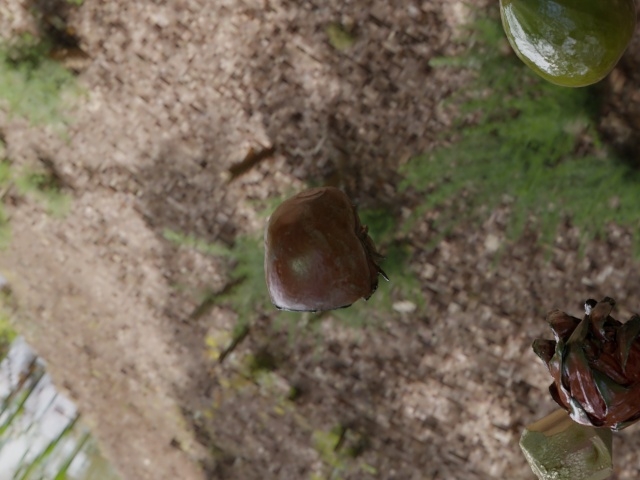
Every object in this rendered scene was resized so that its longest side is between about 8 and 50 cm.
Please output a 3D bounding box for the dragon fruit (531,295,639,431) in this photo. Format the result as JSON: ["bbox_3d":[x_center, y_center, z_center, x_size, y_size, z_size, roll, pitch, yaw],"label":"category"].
[{"bbox_3d":[0.308,0.138,1.370,0.142,0.130,0.121,44,-176,-14],"label":"dragon fruit"}]

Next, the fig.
[{"bbox_3d":[0.402,-0.371,2.084,0.230,0.207,0.207,30,149,2],"label":"fig"}]

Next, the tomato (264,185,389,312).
[{"bbox_3d":[0.000,0.000,1.871,0.180,0.214,0.155,-12,112,4],"label":"tomato"}]

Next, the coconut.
[{"bbox_3d":[0.351,0.290,1.750,0.116,0.122,0.116,59,177,5],"label":"coconut"}]
